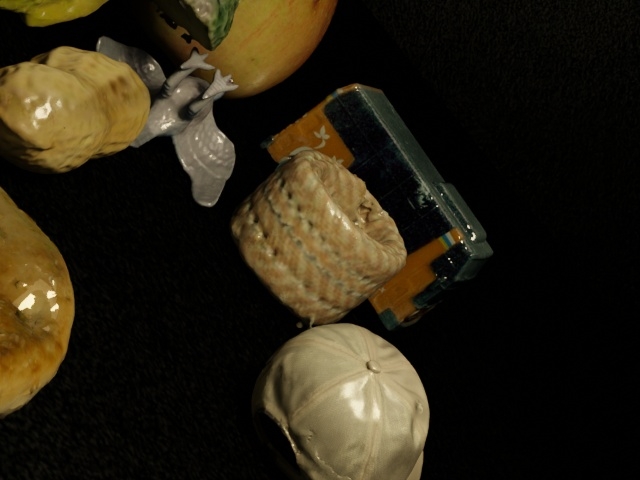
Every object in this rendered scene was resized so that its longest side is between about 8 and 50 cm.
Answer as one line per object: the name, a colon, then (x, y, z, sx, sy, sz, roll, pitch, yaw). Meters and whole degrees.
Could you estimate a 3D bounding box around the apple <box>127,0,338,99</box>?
apple: (-0.117, -0.373, 2.133, 0.319, 0.277, 0.319, 49, 14, -17)

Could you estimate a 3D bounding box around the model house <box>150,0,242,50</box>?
model house: (-0.132, -0.424, 1.809, 0.261, 0.266, 0.321, 43, -12, 40)

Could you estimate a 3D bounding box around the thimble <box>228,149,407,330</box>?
thimble: (-0.004, -0.004, 1.914, 0.196, 0.148, 0.229, 50, 13, -6)

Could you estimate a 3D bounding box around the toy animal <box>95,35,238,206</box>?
toy animal: (-0.171, -0.154, 1.881, 0.255, 0.176, 0.239, -34, 84, -41)

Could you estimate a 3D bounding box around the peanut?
peanut: (-0.254, -0.134, 1.518, 0.125, 0.111, 0.274, 49, 15, 2)

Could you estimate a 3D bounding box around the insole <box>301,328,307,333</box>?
insole: (0.048, 0.182, 1.918, 0.232, 0.003, 0.080, 42, 19, -35)

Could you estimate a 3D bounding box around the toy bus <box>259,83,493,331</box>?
toy bus: (0.083, -0.050, 2.171, 0.323, 0.194, 0.162, 55, 14, 9)

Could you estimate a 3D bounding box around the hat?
hat: (0.046, 0.189, 1.621, 0.275, 0.161, 0.232, 32, 30, -61)

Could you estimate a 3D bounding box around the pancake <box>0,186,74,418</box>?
pancake: (-0.328, -0.029, 1.123, 0.387, 0.082, 0.387, 44, 17, -18)

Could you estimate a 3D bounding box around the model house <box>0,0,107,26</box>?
model house: (-0.314, -0.355, 1.700, 0.193, 0.175, 0.234, 55, 20, 16)
